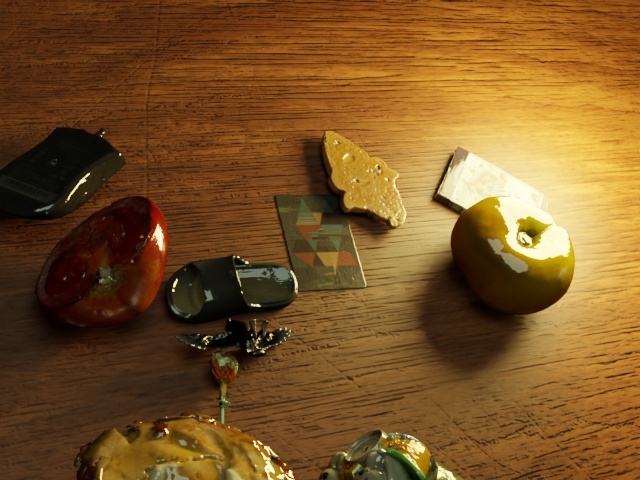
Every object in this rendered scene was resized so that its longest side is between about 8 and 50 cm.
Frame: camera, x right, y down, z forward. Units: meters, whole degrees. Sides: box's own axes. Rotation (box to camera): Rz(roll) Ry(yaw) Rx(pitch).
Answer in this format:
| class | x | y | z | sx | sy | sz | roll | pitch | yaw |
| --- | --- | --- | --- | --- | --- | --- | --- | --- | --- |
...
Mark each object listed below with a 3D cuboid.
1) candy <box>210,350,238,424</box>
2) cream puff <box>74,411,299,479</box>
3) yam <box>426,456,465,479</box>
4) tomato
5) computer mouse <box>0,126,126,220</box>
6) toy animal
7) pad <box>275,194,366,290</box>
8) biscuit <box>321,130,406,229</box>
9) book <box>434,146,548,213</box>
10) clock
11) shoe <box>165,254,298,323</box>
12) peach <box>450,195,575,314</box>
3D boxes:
| class | x | y | z | sx | sy | sz | roll | pitch | yaw |
| --- | --- | --- | --- | --- | --- | --- | --- | --- | --- |
| candy | -0.155 | 0.263 | 1.500 | 0.055 | 0.049 | 0.184 | 41 | 40 | -53 |
| cream puff | -0.179 | 0.403 | 1.272 | 0.350 | 0.228 | 0.350 | 12 | 30 | -7 |
| yam | 0.227 | 0.484 | 1.416 | 0.300 | 0.195 | 0.195 | 35 | 51 | 3 |
| tomato | -0.325 | 0.049 | 1.497 | 0.233 | 0.139 | 0.200 | -34 | 37 | 2 |
| computer mouse | -0.443 | -0.104 | 1.601 | 0.147 | 0.088 | 0.264 | 24 | 49 | 18 |
| toy animal | -0.128 | 0.158 | 1.551 | 0.220 | 0.108 | 0.062 | 1 | 87 | -39 |
| pad | 0.000 | 0.000 | 1.767 | 0.143 | 0.003 | 0.211 | -2 | 59 | -23 |
| biscuit | 0.079 | -0.120 | 1.863 | 0.162 | 0.035 | 0.250 | -21 | 68 | -38 |
| book | 0.363 | -0.090 | 1.967 | 0.231 | 0.026 | 0.157 | 29 | 51 | -2 |
| clock | 0.072 | 0.363 | 1.408 | 0.103 | 0.231 | 0.144 | 53 | 53 | -7 |
| shoe | -0.144 | 0.069 | 1.605 | 0.241 | 0.093 | 0.108 | -4 | 61 | -27 |
| peach | 0.374 | 0.024 | 1.820 | 0.251 | 0.153 | 0.251 | 17 | 49 | -21 |
